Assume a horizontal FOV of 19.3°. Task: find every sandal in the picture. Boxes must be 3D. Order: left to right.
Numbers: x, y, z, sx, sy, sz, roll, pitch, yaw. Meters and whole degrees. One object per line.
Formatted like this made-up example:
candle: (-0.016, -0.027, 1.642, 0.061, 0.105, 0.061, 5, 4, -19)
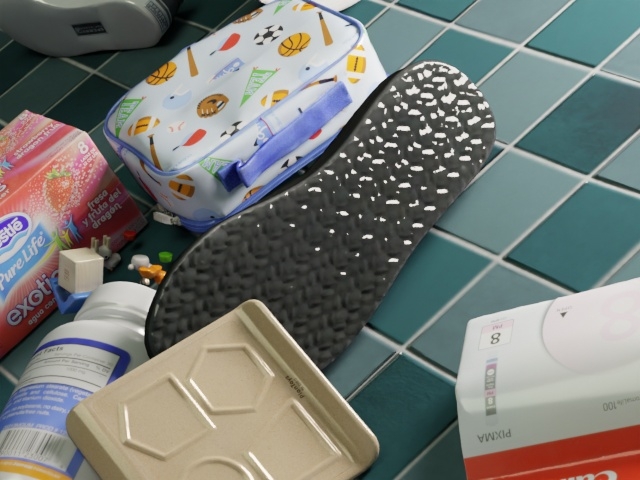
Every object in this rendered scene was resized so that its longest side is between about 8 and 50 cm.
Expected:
sandal: (0.002, 0.001, 1.803, 0.446, 0.167, 0.107, -42, 8, -29)

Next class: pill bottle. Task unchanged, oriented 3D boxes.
pill bottle: (-0.213, 0.171, 1.723, 0.152, 0.152, 0.272, -10, 38, 30)

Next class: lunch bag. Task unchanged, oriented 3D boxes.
lunch bag: (-0.081, -0.138, 2.067, 0.303, 0.115, 0.243, -38, 35, -12)

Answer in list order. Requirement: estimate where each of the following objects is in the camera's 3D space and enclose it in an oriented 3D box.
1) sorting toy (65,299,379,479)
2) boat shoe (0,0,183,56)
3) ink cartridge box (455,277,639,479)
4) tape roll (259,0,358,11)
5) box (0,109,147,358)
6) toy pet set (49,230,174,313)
sorting toy: (-0.085, 0.172, 1.622, 0.208, 0.038, 0.193, -33, 66, -21)
boat shoe: (-0.308, -0.317, 2.499, 0.301, 0.108, 0.102, 2, 45, 37)
ink cartridge box: (0.199, 0.137, 1.518, 0.189, 0.066, 0.232, -15, 32, 24)
tape roll: (-0.039, -0.404, 2.264, 0.246, 0.246, 0.169, -40, 33, -12)
box: (-0.363, 0.011, 2.070, 0.300, 0.142, 0.154, -43, 33, -18)
toy pet set: (-0.220, 0.044, 2.007, 0.114, 0.065, 0.122, -9, 22, -33)
